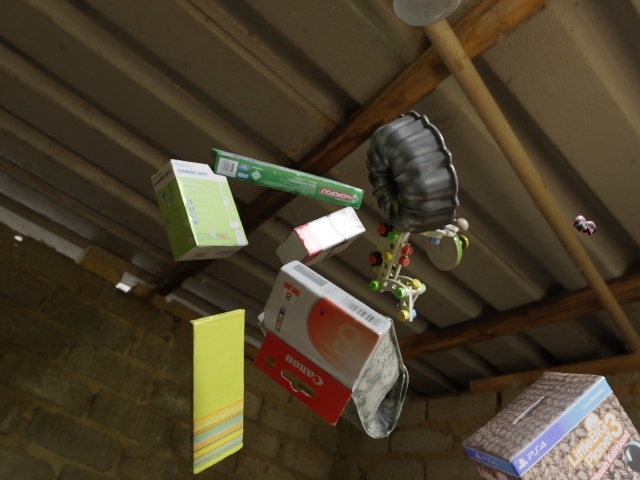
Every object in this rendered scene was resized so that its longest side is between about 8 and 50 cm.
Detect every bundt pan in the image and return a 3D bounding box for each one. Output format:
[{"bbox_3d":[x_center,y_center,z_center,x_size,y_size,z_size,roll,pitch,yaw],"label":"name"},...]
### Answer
[{"bbox_3d":[0.221,-0.166,1.225,0.124,0.331,0.331,-19,-37,-12],"label":"bundt pan"}]

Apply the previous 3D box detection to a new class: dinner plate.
[{"bbox_3d":[0.219,-0.489,0.940,0.141,0.017,0.141,0,-19,0],"label":"dinner plate"}]

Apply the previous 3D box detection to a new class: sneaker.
[{"bbox_3d":[0.826,-0.034,1.430,0.119,0.057,0.047,15,-51,-34],"label":"sneaker"}]

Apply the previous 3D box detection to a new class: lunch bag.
[{"bbox_3d":[0.039,0.244,0.929,0.235,0.169,0.287,23,-36,41],"label":"lunch bag"}]

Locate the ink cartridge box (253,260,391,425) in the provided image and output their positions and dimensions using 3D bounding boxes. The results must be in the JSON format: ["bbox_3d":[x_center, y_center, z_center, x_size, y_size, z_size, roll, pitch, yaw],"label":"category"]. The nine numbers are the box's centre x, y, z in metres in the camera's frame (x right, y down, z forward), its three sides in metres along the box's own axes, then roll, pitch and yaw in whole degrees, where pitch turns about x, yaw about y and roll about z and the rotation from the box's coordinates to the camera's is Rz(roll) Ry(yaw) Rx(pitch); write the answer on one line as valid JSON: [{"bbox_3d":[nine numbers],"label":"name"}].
[{"bbox_3d":[-0.015,0.136,0.573,0.145,0.045,0.180,32,-67,18],"label":"ink cartridge box"}]

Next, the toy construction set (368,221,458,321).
[{"bbox_3d":[0.259,0.055,1.377,0.151,0.328,0.215,15,16,-46],"label":"toy construction set"}]

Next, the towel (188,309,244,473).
[{"bbox_3d":[-0.161,0.231,0.719,0.021,0.238,0.102,7,9,37],"label":"towel"}]

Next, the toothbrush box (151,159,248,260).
[{"bbox_3d":[-0.374,-0.090,1.431,0.122,0.284,0.206,-28,-14,33],"label":"toothbrush box"}]

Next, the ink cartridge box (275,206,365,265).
[{"bbox_3d":[0.000,0.000,1.688,0.114,0.272,0.197,59,-34,10],"label":"ink cartridge box"}]

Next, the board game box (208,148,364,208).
[{"bbox_3d":[-0.086,-0.141,1.035,0.316,0.046,0.213,12,8,-19],"label":"board game box"}]

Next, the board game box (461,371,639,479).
[{"bbox_3d":[0.432,0.414,0.781,0.291,0.231,0.141,59,-19,3],"label":"board game box"}]

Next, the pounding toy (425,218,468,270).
[{"bbox_3d":[0.506,-0.007,1.774,0.110,0.183,0.237,-16,-55,-26],"label":"pounding toy"}]
